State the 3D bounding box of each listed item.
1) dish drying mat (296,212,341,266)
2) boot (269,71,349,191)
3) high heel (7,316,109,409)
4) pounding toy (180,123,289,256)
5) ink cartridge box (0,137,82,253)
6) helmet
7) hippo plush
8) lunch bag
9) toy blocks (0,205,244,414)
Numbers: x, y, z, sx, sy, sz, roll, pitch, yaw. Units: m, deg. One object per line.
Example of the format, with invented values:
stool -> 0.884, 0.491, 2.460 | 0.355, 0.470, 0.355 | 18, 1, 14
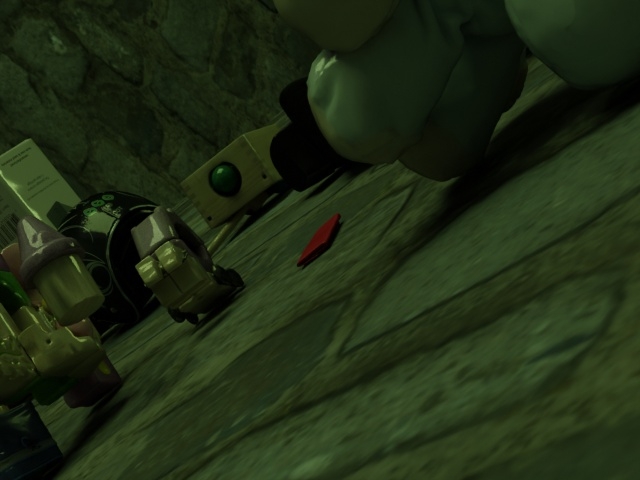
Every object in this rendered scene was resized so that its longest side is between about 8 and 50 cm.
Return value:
dish drying mat -> 0.000, 0.000, 1.176 | 0.032, 0.008, 0.083 | -38, 8, 18
boot -> 0.089, -0.177, 1.501 | 0.280, 0.096, 0.264 | -37, -12, -18
high heel -> -0.414, 0.190, 1.923 | 0.181, 0.127, 0.377 | -6, -25, -45
pounding toy -> -0.100, -0.061, 1.789 | 0.130, 0.100, 0.141 | -36, -3, 24
ink cartridge box -> -0.405, 0.030, 2.008 | 0.198, 0.273, 0.115 | -35, 6, 32
helmet -> -0.250, 0.022, 1.775 | 0.161, 0.169, 0.169 | -2, 35, 51
hippo plush -> 0.143, -0.163, 0.893 | 0.236, 0.234, 0.294 | 5, 52, 35
lunch bag -> -0.256, 0.180, 1.165 | 0.098, 0.065, 0.067 | -36, -8, 35
toy blocks -> -0.295, 0.020, 1.252 | 0.309, 0.260, 0.288 | -38, -16, 10
